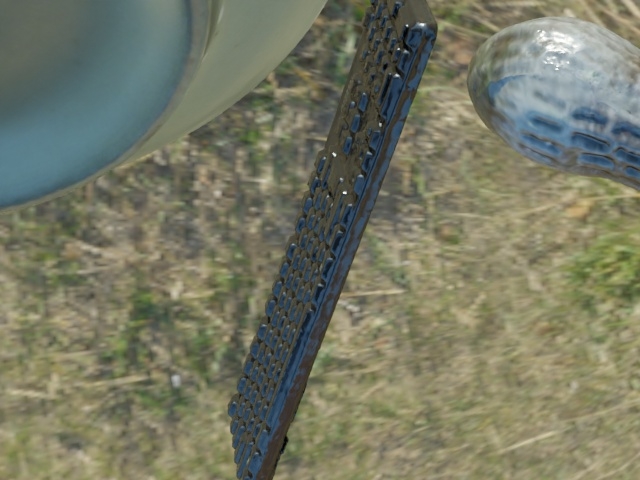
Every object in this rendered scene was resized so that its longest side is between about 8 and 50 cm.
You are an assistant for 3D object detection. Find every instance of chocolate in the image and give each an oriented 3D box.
[{"bbox_3d":[0.212,-0.081,1.103,0.248,0.110,0.110,20,98,17],"label":"chocolate"}]

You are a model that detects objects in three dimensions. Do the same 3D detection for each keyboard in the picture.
[{"bbox_3d":[0.000,0.000,0.599,0.013,0.061,0.204,11,120,-15],"label":"keyboard"}]

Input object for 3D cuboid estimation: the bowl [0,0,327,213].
[{"bbox_3d":[-0.089,-0.089,0.358,0.238,0.238,0.126,-25,50,22],"label":"bowl"}]
